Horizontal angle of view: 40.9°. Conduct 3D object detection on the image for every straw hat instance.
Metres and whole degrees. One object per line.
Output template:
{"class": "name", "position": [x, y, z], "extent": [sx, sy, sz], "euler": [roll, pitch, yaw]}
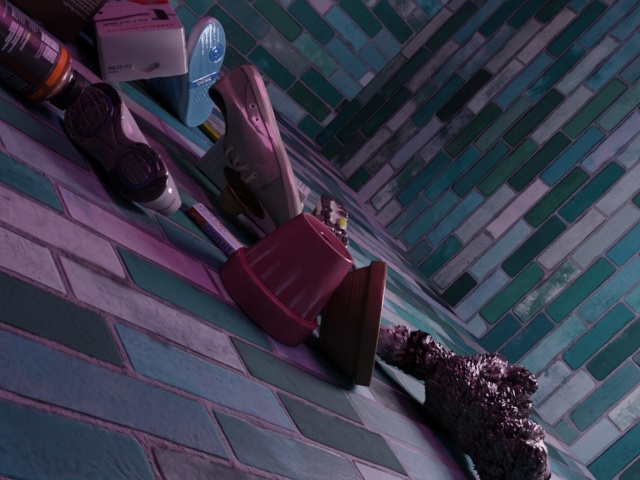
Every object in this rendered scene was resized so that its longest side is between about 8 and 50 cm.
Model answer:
{"class": "straw hat", "position": [-0.190, -0.088, 1.885], "extent": [0.144, 0.061, 0.144], "euler": [49, 15, -17]}

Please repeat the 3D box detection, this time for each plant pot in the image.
{"class": "plant pot", "position": [-0.047, 0.055, 1.517], "extent": [0.201, 0.180, 0.201], "euler": [43, 10, -10]}
{"class": "plant pot", "position": [0.057, 0.150, 1.613], "extent": [0.109, 0.237, 0.237], "euler": [8, 10, 2]}

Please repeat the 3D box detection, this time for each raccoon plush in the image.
{"class": "raccoon plush", "position": [0.277, 0.376, 1.798], "extent": [0.446, 0.216, 0.299], "euler": [17, 24, 4]}

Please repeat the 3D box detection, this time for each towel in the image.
{"class": "towel", "position": [-0.315, -0.309, 2.441], "extent": [0.237, 0.021, 0.102], "euler": [45, 4, 1]}

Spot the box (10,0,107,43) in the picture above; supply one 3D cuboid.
{"class": "box", "position": [-0.578, -0.590, 1.920], "extent": [0.168, 0.203, 0.167], "euler": [37, 12, -42]}

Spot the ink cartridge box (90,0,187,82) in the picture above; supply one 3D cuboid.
{"class": "ink cartridge box", "position": [-0.437, -0.482, 2.041], "extent": [0.273, 0.197, 0.114], "euler": [-121, -154, -54]}

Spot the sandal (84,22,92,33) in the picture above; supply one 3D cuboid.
{"class": "sandal", "position": [-0.616, -0.572, 2.189], "extent": [0.254, 0.054, 0.097], "euler": [51, 12, -34]}

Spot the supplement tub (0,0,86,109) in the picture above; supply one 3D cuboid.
{"class": "supplement tub", "position": [-0.477, -0.293, 1.382], "extent": [0.198, 0.106, 0.106], "euler": [39, 11, -39]}

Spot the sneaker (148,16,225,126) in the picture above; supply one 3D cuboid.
{"class": "sneaker", "position": [-0.365, -0.472, 2.230], "extent": [0.208, 0.319, 0.127], "euler": [41, 44, 23]}

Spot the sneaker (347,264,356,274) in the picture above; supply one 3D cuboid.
{"class": "sneaker", "position": [0.026, 0.088, 1.948], "extent": [0.106, 0.101, 0.267], "euler": [39, 11, -23]}

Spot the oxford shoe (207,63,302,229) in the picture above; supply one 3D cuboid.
{"class": "oxford shoe", "position": [-0.140, -0.172, 1.894], "extent": [0.169, 0.130, 0.449], "euler": [124, -53, -73]}

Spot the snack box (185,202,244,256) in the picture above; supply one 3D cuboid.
{"class": "snack box", "position": [-0.184, -0.002, 1.655], "extent": [0.178, 0.022, 0.064], "euler": [45, 10, 0]}

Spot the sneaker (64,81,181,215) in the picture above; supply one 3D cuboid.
{"class": "sneaker", "position": [-0.337, -0.149, 1.458], "extent": [0.297, 0.111, 0.129], "euler": [54, -3, 27]}

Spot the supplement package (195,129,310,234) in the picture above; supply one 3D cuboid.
{"class": "supplement package", "position": [-0.158, -0.150, 2.061], "extent": [0.244, 0.134, 0.139], "euler": [44, 9, -5]}

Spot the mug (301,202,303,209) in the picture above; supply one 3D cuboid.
{"class": "mug", "position": [-0.084, -0.102, 2.470], "extent": [0.062, 0.078, 0.064], "euler": [10, -27, 40]}

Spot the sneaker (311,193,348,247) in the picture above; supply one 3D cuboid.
{"class": "sneaker", "position": [0.000, 0.000, 2.020], "extent": [0.107, 0.118, 0.279], "euler": [32, 27, -5]}
